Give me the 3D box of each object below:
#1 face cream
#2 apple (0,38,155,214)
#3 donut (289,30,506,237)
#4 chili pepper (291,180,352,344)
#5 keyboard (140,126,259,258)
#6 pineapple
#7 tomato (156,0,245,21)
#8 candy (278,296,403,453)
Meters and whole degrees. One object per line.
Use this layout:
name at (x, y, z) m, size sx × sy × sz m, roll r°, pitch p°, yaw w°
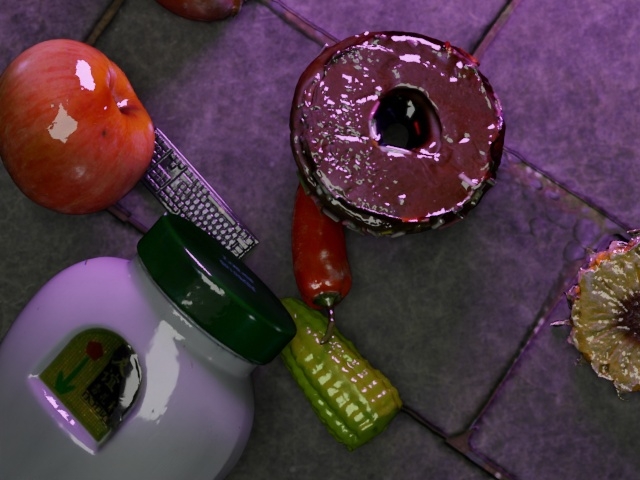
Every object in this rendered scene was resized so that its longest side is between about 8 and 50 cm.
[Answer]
face cream at (-0.219, 0.164, 1.699) m, size 0.312 × 0.219 × 0.357 m, roll 45°, pitch 97°, yaw 17°
apple at (-0.295, -0.140, 1.750) m, size 0.164 × 0.209 × 0.209 m, roll -32°, pitch 83°, yaw 22°
donut at (0.089, -0.126, 1.739) m, size 0.270 × 0.103 × 0.269 m, roll 2°, pitch 75°, yaw -7°
chili pepper at (0.000, 0.000, 1.764) m, size 0.071 × 0.063 × 0.272 m, roll -3°, pitch 66°, yaw -1°
keyboard at (-0.164, -0.051, 1.824) m, size 0.064 × 0.010 × 0.198 m, roll -42°, pitch 83°, yaw -1°
pineapple at (0.379, 0.089, 1.718) m, size 0.221 × 0.047 × 0.221 m, roll 2°, pitch 97°, yaw 19°
tomato at (-0.145, -0.385, 1.783) m, size 0.181 × 0.155 × 0.214 m, roll 26°, pitch 89°, yaw 11°
candy at (0.009, 0.153, 1.752) m, size 0.097 × 0.097 × 0.209 m, roll -39°, pitch 75°, yaw 1°
